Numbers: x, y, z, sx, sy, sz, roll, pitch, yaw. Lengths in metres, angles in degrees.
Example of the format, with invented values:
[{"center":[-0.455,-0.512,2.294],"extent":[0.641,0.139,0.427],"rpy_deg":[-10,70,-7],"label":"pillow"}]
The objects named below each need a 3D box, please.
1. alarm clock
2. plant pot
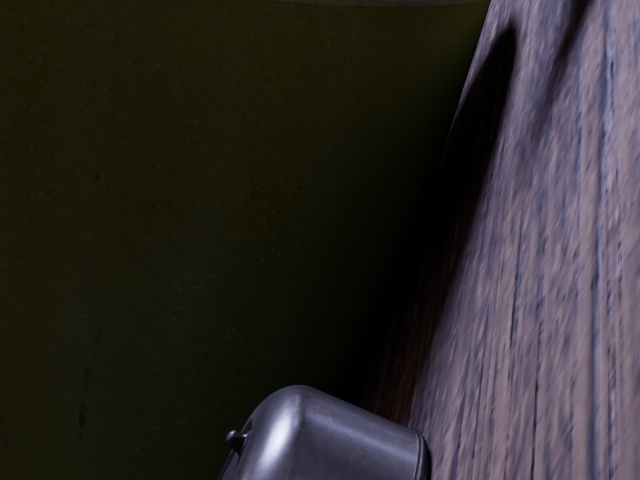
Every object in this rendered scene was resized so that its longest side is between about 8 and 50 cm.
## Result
[{"center":[-0.014,0.108,0.589],"extent":[0.192,0.064,0.129],"rpy_deg":[149,144,-78],"label":"alarm clock"},{"center":[-0.080,0.004,0.882],"extent":[0.275,0.274,0.294],"rpy_deg":[-80,-1,-74],"label":"plant pot"}]
